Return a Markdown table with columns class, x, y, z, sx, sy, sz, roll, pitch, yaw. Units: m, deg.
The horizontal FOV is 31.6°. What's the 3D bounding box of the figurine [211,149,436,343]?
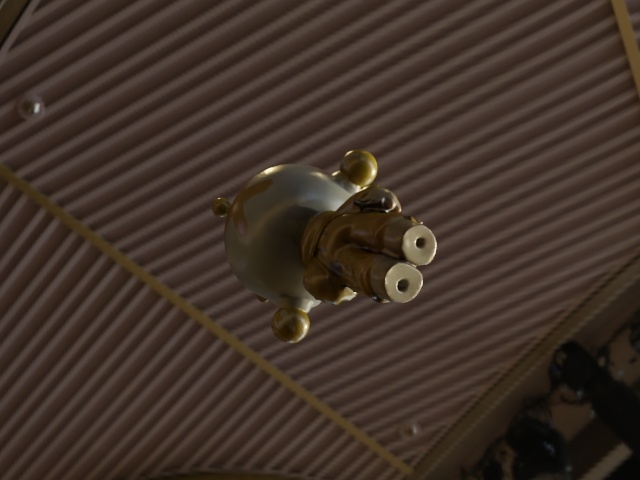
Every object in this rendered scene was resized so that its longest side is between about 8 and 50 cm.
| class | x | y | z | sx | sy | sz | roll | pitch | yaw |
| --- | --- | --- | --- | --- | --- | --- | --- | --- | --- |
| figurine | -0.001 | 0.005 | 0.574 | 0.068 | 0.143 | 0.101 | 28 | -74 | -33 |
